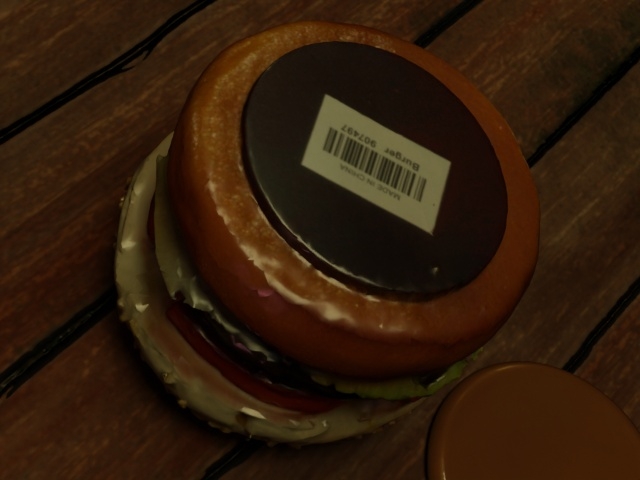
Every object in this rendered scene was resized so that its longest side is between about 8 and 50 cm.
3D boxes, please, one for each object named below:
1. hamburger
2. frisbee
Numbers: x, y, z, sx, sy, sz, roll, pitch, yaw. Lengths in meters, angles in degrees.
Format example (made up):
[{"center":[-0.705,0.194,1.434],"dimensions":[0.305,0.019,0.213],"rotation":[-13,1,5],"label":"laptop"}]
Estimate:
[{"center":[0.000,0.000,1.261],"dimensions":[0.330,0.250,0.330],"rotation":[15,55,-22],"label":"hamburger"},{"center":[0.209,0.222,1.378],"dimensions":[0.250,0.021,0.251],"rotation":[11,59,-19],"label":"frisbee"}]
